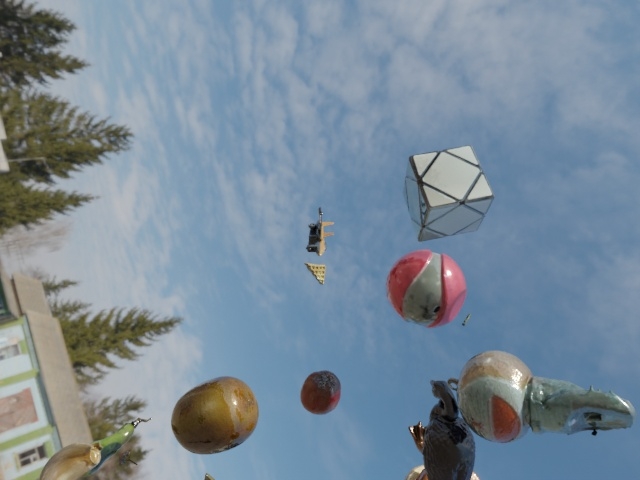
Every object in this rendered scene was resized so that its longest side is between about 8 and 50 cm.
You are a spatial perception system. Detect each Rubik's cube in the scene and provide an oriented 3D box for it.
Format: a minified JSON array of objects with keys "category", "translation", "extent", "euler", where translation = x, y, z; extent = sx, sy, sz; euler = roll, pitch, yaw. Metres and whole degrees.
[{"category":"Rubik's cube","translation":[0.386,-0.142,1.442],"extent":[0.205,0.207,0.205],"euler":[88,-10,-61]}]

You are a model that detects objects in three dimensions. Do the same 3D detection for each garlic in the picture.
[{"category":"garlic","translation":[-0.517,0.458,0.939],"extent":[0.066,0.152,0.084],"euler":[63,-23,0]}]

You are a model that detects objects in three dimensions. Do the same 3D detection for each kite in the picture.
[{"category":"kite","translation":[-0.575,0.655,1.378],"extent":[0.078,0.044,0.002],"euler":[30,-30,43]}]

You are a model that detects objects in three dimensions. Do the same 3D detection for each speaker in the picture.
[{"category":"speaker","translation":[0.381,0.178,1.721],"extent":[0.294,0.294,0.295],"euler":[22,-61,48]}]

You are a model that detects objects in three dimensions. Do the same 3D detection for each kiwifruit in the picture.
[{"category":"kiwifruit","translation":[-0.284,0.467,1.236],"extent":[0.233,0.196,0.196],"euler":[-19,-96,16]}]

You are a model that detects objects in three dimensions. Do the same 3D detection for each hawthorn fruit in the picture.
[{"category":"hawthorn fruit","translation":[0.000,0.620,1.864],"extent":[0.169,0.168,0.188],"euler":[42,-51,38]}]

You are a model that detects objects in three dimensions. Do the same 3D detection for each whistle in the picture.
[{"category":"whistle","translation":[0.413,0.325,0.916],"extent":[0.347,0.189,0.189],"euler":[0,-78,37]}]

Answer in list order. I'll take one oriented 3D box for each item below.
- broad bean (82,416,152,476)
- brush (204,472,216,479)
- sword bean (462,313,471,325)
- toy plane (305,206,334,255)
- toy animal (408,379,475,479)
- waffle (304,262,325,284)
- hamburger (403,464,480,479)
[{"category":"broad bean","translation":[-0.615,0.590,1.325],"extent":[0.067,0.325,0.075],"euler":[32,-78,9]},{"category":"brush","translation":[-0.264,0.838,1.477],"extent":[0.282,0.048,0.054],"euler":[25,-71,25]},{"category":"sword bean","translation":[0.451,0.245,1.433],"extent":[0.012,0.083,0.012],"euler":[9,-72,28]},{"category":"toy plane","translation":[-0.013,0.000,1.925],"extent":[0.102,0.316,0.204],"euler":[3,-68,9]},{"category":"toy animal","translation":[0.283,0.478,1.074],"extent":[0.185,0.122,0.299],"euler":[129,-36,-68]},{"category":"waffle","translation":[-0.029,0.152,2.133],"extent":[0.023,0.152,0.098],"euler":[7,-92,36]},{"category":"hamburger","translation":[0.418,0.906,1.595],"extent":[0.291,0.290,0.225],"euler":[58,-37,24]}]
